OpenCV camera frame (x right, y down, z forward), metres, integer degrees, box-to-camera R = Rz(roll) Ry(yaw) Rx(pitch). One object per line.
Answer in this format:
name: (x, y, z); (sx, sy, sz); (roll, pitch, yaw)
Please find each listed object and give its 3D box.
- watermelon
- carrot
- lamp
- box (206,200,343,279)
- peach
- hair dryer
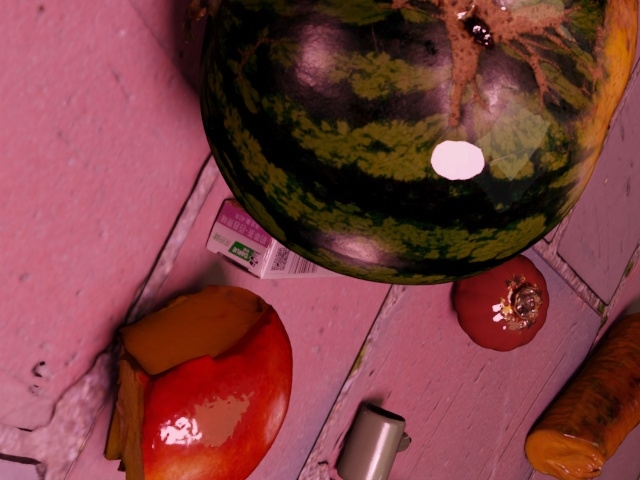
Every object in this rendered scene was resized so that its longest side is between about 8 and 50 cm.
watermelon: (0.054, -0.109, 0.682); (0.269, 0.269, 0.269); (-38, 140, -40)
carrot: (0.398, 0.208, 1.619); (0.302, 0.114, 0.114); (-41, 142, -36)
lamp: (0.179, 0.059, 1.172); (0.101, 0.090, 0.101); (1, 88, -30)
box: (0.000, 0.000, 0.876); (0.207, 0.050, 0.041); (-1, 115, -58)
peach: (-0.078, 0.104, 0.777); (0.118, 0.151, 0.151); (4, 115, -12)
hair dryer: (0.068, 0.196, 1.142); (0.150, 0.047, 0.071); (16, 96, -67)
